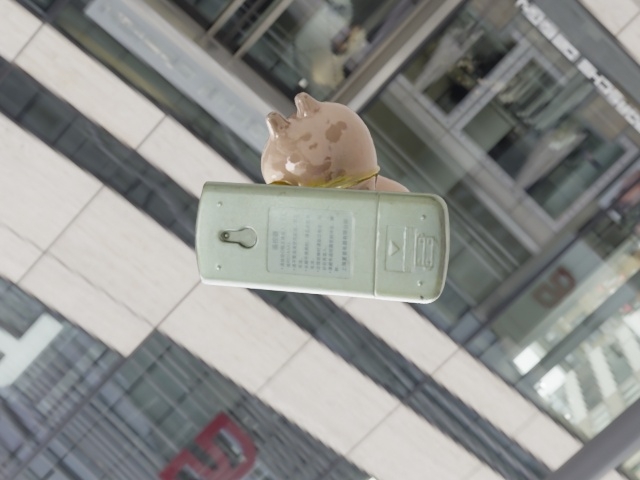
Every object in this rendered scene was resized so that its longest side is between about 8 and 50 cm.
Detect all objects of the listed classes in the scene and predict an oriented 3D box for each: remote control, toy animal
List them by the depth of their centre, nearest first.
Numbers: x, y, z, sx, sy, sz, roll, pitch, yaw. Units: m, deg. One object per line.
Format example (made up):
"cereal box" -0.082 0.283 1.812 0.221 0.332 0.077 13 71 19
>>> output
"remote control" 0.000 0.000 0.926 0.233 0.098 0.038 4 -173 14
"toy animal" 0.015 -0.061 1.221 0.248 0.165 0.149 62 -176 -34
